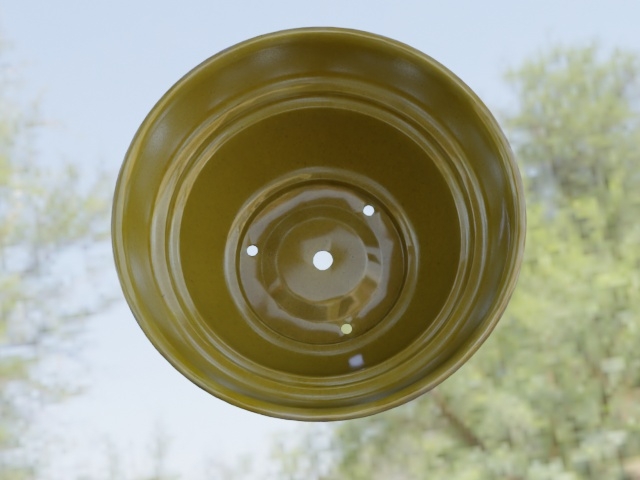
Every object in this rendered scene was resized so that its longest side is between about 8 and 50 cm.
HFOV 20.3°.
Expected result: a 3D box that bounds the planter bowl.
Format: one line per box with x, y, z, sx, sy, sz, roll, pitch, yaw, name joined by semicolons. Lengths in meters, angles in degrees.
0.000;0.000;0.972;0.217;0.217;0.090;-8;-16;-1;planter bowl
